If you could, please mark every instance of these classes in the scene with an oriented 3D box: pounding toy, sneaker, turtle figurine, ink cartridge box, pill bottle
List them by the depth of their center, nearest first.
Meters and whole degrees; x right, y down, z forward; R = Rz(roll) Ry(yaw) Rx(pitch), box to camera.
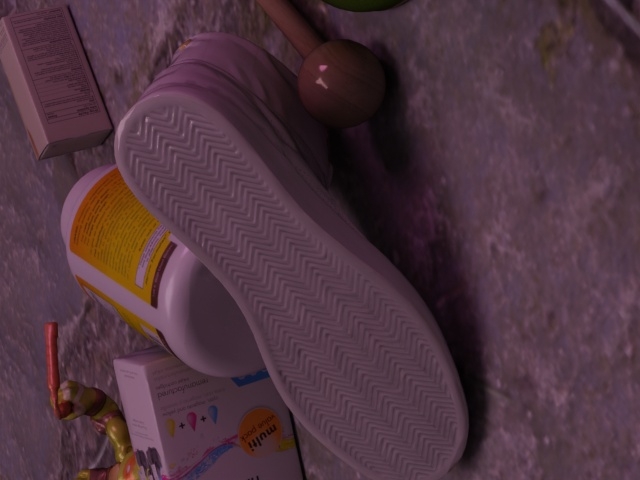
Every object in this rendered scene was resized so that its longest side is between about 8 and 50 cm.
[{"bbox_3d":[-0.027,-0.190,1.027,0.183,0.110,0.237,51,144,38],"label":"pounding toy"},{"bbox_3d":[0.000,0.000,1.101,0.292,0.108,0.169,55,-160,-17],"label":"sneaker"},{"bbox_3d":[-0.101,0.010,1.259,0.215,0.117,0.117,27,127,54],"label":"pill bottle"},{"bbox_3d":[-0.073,0.159,1.298,0.061,0.104,0.181,3,108,62],"label":"ink cartridge box"},{"bbox_3d":[-0.160,0.200,1.499,0.269,0.087,0.217,59,157,11],"label":"turtle figurine"}]

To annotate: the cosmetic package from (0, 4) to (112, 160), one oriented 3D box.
[{"bbox_3d":[-0.218,-0.128,1.467,0.041,0.060,0.115,-41,66,61],"label":"cosmetic package"}]
